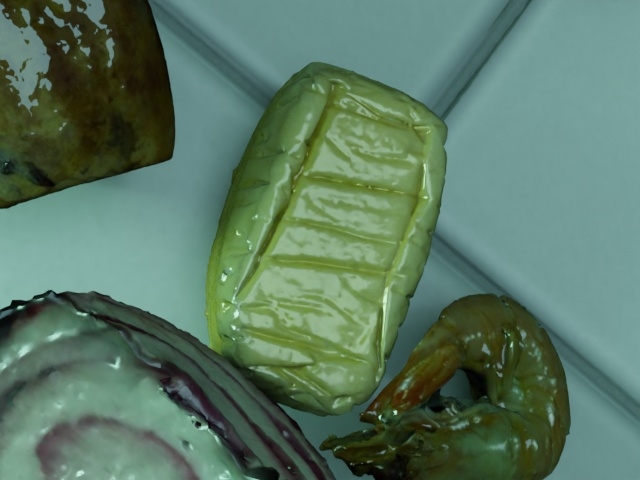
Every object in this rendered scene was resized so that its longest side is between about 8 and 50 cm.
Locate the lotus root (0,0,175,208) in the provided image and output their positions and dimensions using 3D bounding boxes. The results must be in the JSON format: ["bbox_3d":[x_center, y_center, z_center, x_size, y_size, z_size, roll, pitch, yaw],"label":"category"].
[{"bbox_3d":[-0.215,-0.154,0.976,0.193,0.193,0.291,-26,91,-19],"label":"lotus root"}]

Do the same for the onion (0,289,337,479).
[{"bbox_3d":[-0.121,0.185,0.979,0.314,0.146,0.280,41,113,1],"label":"onion"}]

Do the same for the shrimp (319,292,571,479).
[{"bbox_3d":[0.093,0.113,1.048,0.267,0.061,0.145,-9,94,-45],"label":"shrimp"}]

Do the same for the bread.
[{"bbox_3d":[0.000,0.000,1.059,0.140,0.106,0.236,21,78,-15],"label":"bread"}]
